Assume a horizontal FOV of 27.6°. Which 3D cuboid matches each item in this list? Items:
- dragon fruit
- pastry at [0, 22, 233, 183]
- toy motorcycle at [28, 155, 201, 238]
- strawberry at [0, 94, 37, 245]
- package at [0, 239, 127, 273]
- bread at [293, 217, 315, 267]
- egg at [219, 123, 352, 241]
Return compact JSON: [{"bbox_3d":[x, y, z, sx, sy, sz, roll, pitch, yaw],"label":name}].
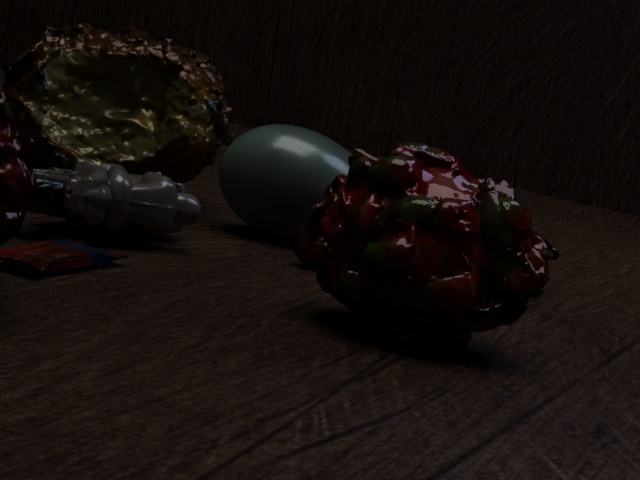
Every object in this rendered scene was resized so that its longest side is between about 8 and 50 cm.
[{"bbox_3d":[0.129,0.011,1.564,0.303,0.231,0.237,27,4,24],"label":"dragon fruit"},{"bbox_3d":[-0.355,-0.228,2.256,0.405,0.292,0.337,1,0,-5],"label":"pastry"},{"bbox_3d":[-0.286,-0.055,1.834,0.223,0.108,0.341,9,1,24],"label":"toy motorcycle"},{"bbox_3d":[-0.476,-0.062,1.312,0.345,0.295,0.317,-27,43,-17],"label":"strawberry"},{"bbox_3d":[-0.323,0.019,1.597,0.083,0.022,0.200,16,9,22],"label":"package"},{"bbox_3d":[0.000,0.000,1.912,0.085,0.085,0.053,4,17,-35],"label":"bread"},{"bbox_3d":[-0.034,-0.088,2.093,0.264,0.183,0.183,17,9,0],"label":"egg"}]
